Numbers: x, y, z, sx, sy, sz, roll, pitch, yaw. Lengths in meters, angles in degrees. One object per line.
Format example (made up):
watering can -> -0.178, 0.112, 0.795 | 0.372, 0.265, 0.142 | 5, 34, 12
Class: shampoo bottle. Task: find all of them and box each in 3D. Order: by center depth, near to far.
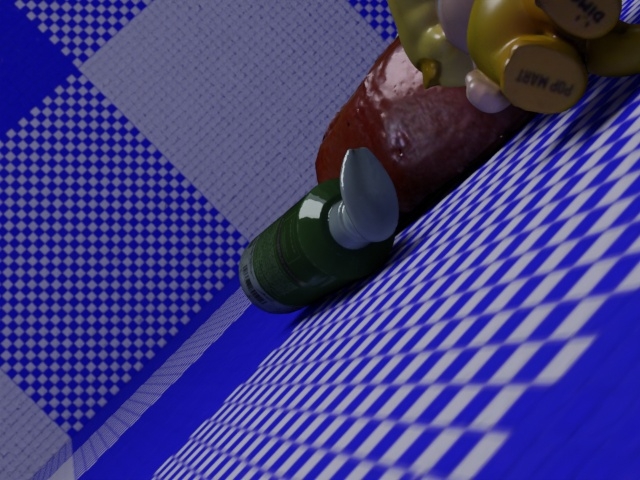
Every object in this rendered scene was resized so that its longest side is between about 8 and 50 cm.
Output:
shampoo bottle -> 0.000, 0.000, 0.709 | 0.065, 0.065, 0.204 | -46, 4, -19

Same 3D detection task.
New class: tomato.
tomato -> 0.077, -0.102, 0.770 | 0.228, 0.101, 0.228 | -47, 2, 2

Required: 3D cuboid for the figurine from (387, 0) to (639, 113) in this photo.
figurine -> 0.096, -0.131, 0.575 | 0.246, 0.131, 0.156 | -94, 23, -61
